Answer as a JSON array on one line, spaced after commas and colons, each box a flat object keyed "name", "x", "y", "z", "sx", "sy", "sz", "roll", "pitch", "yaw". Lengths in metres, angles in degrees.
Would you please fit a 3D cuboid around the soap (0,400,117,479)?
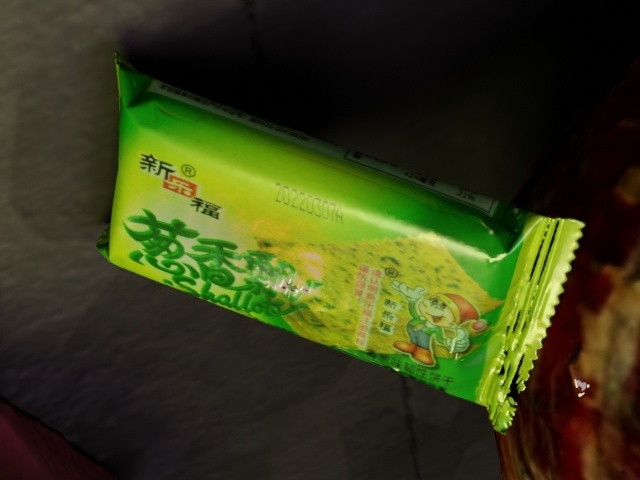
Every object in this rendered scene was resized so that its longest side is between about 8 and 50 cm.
[{"name": "soap", "x": -0.190, "y": 0.153, "z": 0.733, "sx": 0.289, "sy": 0.112, "sz": 0.182, "roll": 7, "pitch": 127, "yaw": -37}]

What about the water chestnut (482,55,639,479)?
[{"name": "water chestnut", "x": 0.208, "y": 0.054, "z": 0.774, "sx": 0.350, "sy": 0.302, "sz": 0.350, "roll": -4, "pitch": 98, "yaw": -28}]

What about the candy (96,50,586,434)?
[{"name": "candy", "x": 0.000, "y": 0.001, "z": 0.671, "sx": 0.178, "sy": 0.032, "sz": 0.102, "roll": 21, "pitch": 136, "yaw": 9}]
